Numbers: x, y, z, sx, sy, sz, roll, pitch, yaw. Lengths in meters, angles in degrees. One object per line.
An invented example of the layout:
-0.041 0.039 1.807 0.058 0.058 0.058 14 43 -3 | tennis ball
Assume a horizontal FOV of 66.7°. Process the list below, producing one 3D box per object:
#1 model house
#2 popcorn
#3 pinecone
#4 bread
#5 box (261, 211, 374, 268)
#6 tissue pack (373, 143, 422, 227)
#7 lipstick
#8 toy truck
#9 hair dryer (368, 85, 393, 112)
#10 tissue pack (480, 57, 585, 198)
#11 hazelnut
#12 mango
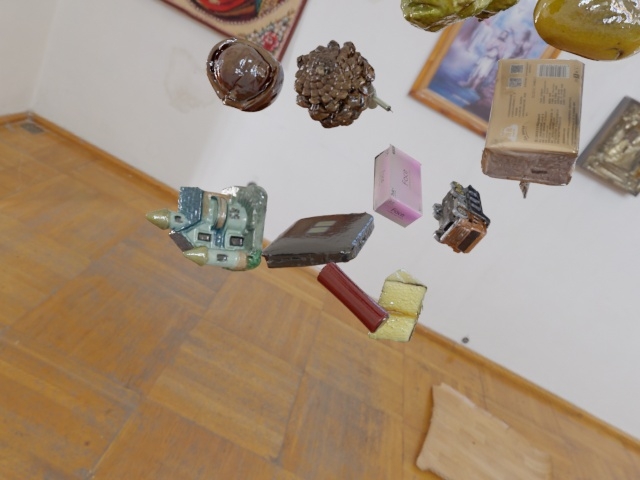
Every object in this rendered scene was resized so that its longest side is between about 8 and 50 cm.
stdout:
-0.350 -0.050 1.459 0.324 0.268 0.194 8 -6 -34 | model house
0.268 -0.527 0.939 0.276 0.276 0.226 42 -11 23 | popcorn
0.030 -0.293 0.945 0.173 0.174 0.174 25 25 -13 | pinecone
0.287 0.245 1.804 0.178 0.266 0.142 16 28 4 | bread
0.000 0.000 1.769 0.358 0.091 0.350 -5 22 25 | box
0.261 -0.184 1.630 0.148 0.092 0.247 25 49 -25 | tissue pack
0.094 0.165 1.425 0.241 0.080 0.080 43 27 21 | lipstick
0.302 -0.053 1.048 0.092 0.083 0.192 29 34 -7 | toy truck
0.174 -0.399 1.417 0.124 0.037 0.063 47 -8 36 | hair dryer
0.541 -0.284 1.255 0.238 0.238 0.306 24 63 -14 | tissue pack
-0.187 -0.420 1.245 0.201 0.170 0.160 28 20 32 | hazelnut
0.399 -0.324 0.692 0.194 0.138 0.098 -11 16 -8 | mango
